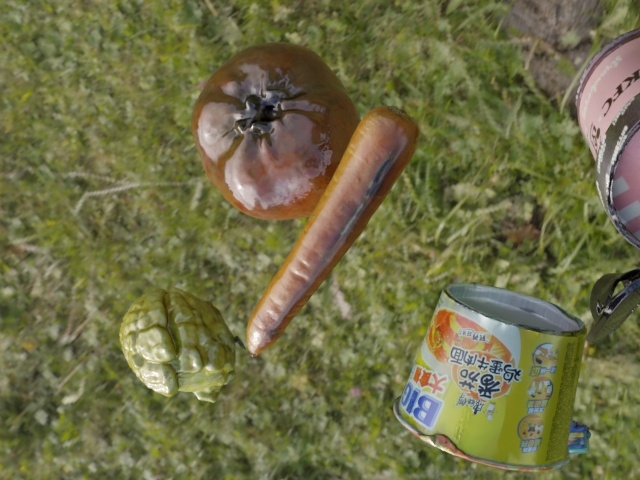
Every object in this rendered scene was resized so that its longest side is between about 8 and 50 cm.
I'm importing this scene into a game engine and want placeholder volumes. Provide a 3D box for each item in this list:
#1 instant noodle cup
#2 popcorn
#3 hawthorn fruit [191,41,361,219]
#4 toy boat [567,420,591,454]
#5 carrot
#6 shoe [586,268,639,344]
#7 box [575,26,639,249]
[{"bbox_3d":[0.195,0.140,1.078,0.205,0.205,0.153,18,103,13],"label":"instant noodle cup"},{"bbox_3d":[-0.185,0.141,1.333,0.173,0.142,0.173,40,168,11],"label":"popcorn"},{"bbox_3d":[-0.033,-0.112,1.146,0.200,0.251,0.199,-4,78,18],"label":"hawthorn fruit"},{"bbox_3d":[0.246,0.219,1.246,0.175,0.091,0.110,-8,74,17],"label":"toy boat"},{"bbox_3d":[0.000,0.000,0.608,0.037,0.037,0.190,34,109,2],"label":"carrot"},{"bbox_3d":[0.338,0.068,1.159,0.159,0.062,0.053,98,148,-58],"label":"shoe"},{"bbox_3d":[0.272,-0.084,0.759,0.151,0.135,0.151,-2,125,-3],"label":"box"}]
